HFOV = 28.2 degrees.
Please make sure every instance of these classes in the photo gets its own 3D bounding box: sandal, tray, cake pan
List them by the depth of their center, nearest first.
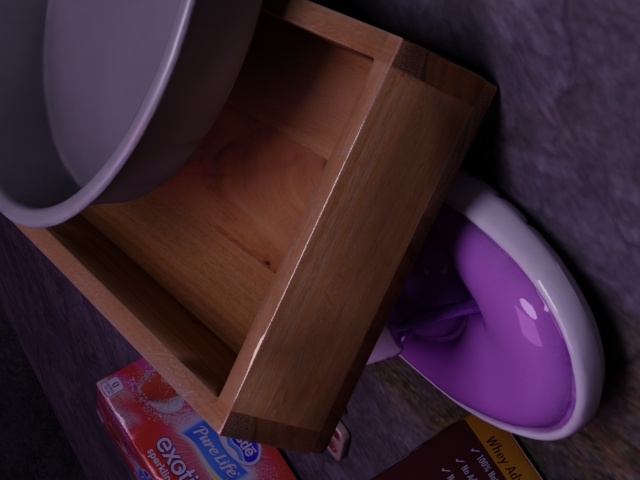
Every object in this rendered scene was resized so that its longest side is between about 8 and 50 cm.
[{"bbox_3d":[-0.119,-0.148,0.708,0.293,0.054,0.293,-16,70,50],"label":"cake pan"},{"bbox_3d":[-0.085,-0.062,0.761,0.076,0.202,0.411,19,-171,-37],"label":"tray"},{"bbox_3d":[0.004,0.013,0.771,0.416,0.102,0.169,34,148,49],"label":"sandal"}]

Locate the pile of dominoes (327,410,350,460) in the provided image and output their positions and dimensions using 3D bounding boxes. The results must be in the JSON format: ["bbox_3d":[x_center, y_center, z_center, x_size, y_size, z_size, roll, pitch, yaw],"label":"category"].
[{"bbox_3d":[-0.063,0.088,1.129,0.251,0.040,0.196,39,151,47],"label":"pile of dominoes"}]

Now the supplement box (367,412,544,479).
[{"bbox_3d":[0.067,0.241,0.797,0.191,0.194,0.129,56,160,12],"label":"supplement box"}]

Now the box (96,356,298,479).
[{"bbox_3d":[-0.120,0.237,1.339,0.256,0.128,0.122,56,160,13],"label":"box"}]
